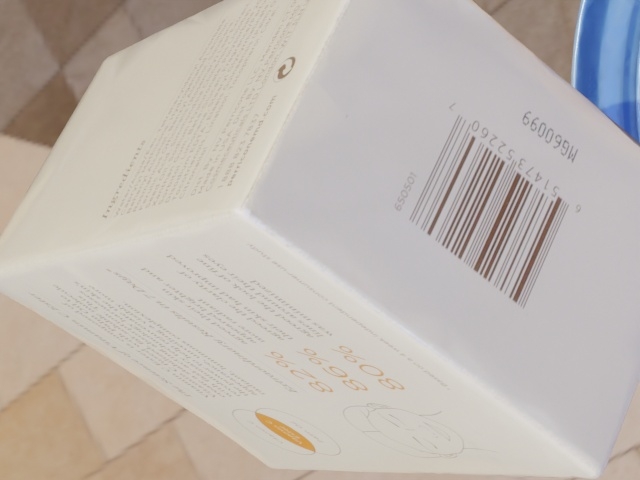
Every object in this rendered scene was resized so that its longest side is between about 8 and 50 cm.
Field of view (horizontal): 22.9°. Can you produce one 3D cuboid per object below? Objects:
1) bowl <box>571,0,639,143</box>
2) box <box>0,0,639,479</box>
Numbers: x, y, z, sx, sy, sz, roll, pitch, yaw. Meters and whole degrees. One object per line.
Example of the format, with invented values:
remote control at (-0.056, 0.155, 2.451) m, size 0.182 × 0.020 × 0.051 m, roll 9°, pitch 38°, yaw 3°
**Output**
bowl at (0.317, -0.110, 1.049) m, size 0.391 × 0.077 × 0.391 m, roll 4°, pitch 94°, yaw 60°
box at (0.000, 0.000, 0.468) m, size 0.130 × 0.091 × 0.170 m, roll 36°, pitch 156°, yaw -25°
